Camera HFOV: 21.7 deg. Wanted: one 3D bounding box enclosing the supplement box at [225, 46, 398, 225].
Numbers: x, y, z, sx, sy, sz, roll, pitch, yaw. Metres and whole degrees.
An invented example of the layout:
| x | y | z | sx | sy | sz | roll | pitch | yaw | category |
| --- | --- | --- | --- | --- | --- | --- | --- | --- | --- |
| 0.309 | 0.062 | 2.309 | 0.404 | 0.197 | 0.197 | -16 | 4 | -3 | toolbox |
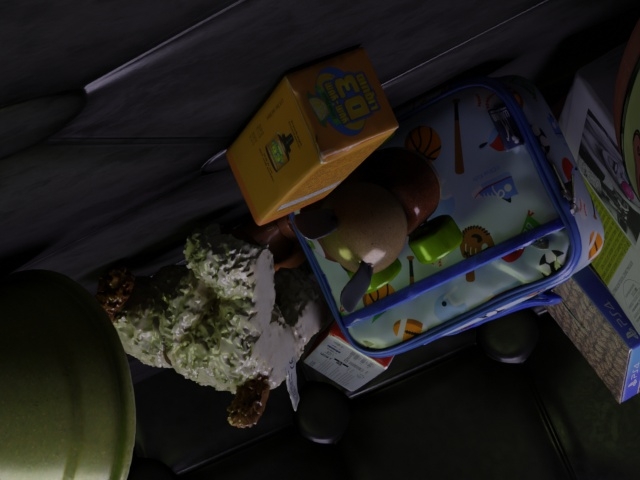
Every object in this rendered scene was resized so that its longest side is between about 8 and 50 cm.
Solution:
| x | y | z | sx | sy | sz | roll | pitch | yaw | category |
| --- | --- | --- | --- | --- | --- | --- | --- | --- | --- |
| -0.011 | -0.082 | 1.386 | 0.080 | 0.078 | 0.233 | -22 | 175 | -16 | supplement box |

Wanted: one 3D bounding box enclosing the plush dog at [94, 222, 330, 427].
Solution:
| x | y | z | sx | sy | sz | roll | pitch | yaw | category |
| --- | --- | --- | --- | --- | --- | --- | --- | --- | --- |
| -0.144 | 0.100 | 1.946 | 0.225 | 0.210 | 0.262 | 8 | 167 | 28 | plush dog |

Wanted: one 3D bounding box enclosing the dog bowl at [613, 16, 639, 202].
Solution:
| x | y | z | sx | sy | sz | roll | pitch | yaw | category |
| --- | --- | --- | --- | --- | --- | --- | --- | --- | --- |
| 0.443 | -0.133 | 1.492 | 0.408 | 0.150 | 0.408 | -14 | 130 | -17 | dog bowl |

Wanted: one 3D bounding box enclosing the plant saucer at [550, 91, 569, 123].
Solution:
| x | y | z | sx | sy | sz | roll | pitch | yaw | category |
| --- | --- | --- | --- | --- | --- | --- | --- | --- | --- |
| 0.371 | -0.117 | 2.153 | 0.332 | 0.084 | 0.332 | -26 | 150 | -17 | plant saucer |

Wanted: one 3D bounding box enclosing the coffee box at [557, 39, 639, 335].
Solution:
| x | y | z | sx | sy | sz | roll | pitch | yaw | category |
| --- | --- | --- | --- | --- | --- | --- | --- | --- | --- |
| 0.483 | -0.067 | 1.837 | 0.337 | 0.334 | 0.338 | -29 | 165 | -10 | coffee box |

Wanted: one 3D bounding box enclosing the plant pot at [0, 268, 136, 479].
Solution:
| x | y | z | sx | sy | sz | roll | pitch | yaw | category |
| --- | --- | --- | --- | --- | --- | --- | --- | --- | --- |
| -0.353 | 0.164 | 1.525 | 0.276 | 0.276 | 0.254 | -28 | 162 | 36 | plant pot |

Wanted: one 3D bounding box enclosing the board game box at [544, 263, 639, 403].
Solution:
| x | y | z | sx | sy | sz | roll | pitch | yaw | category |
| --- | --- | --- | --- | --- | --- | --- | --- | --- | --- |
| 0.429 | 0.019 | 2.090 | 0.291 | 0.232 | 0.141 | -28 | 150 | -14 | board game box |

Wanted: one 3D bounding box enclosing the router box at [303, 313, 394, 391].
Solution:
| x | y | z | sx | sy | sz | roll | pitch | yaw | category |
| --- | --- | --- | --- | --- | --- | --- | --- | --- | --- |
| 0.103 | 0.032 | 2.107 | 0.301 | 0.082 | 0.335 | -58 | 180 | -12 | router box |

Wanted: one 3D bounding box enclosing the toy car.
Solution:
| x | y | z | sx | sy | sz | roll | pitch | yaw | category |
| --- | --- | --- | --- | --- | --- | --- | --- | --- | --- |
| 0.028 | -0.009 | 1.575 | 0.149 | 0.155 | 0.188 | -27 | -167 | 29 | toy car |

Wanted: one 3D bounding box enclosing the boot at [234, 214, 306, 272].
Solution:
| x | y | z | sx | sy | sz | roll | pitch | yaw | category |
| --- | --- | --- | --- | --- | --- | --- | --- | --- | --- |
| -0.022 | -0.013 | 2.045 | 0.152 | 0.073 | 0.197 | -29 | 174 | 31 | boot |

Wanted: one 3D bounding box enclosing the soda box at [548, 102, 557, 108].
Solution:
| x | y | z | sx | sy | sz | roll | pitch | yaw | category |
| --- | --- | --- | --- | --- | --- | --- | --- | --- | --- |
| 0.302 | -0.140 | 2.226 | 0.210 | 0.067 | 0.071 | -22 | 175 | -25 | soda box |

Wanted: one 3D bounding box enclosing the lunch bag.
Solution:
| x | y | z | sx | sy | sz | roll | pitch | yaw | category |
| --- | --- | --- | --- | --- | --- | --- | --- | --- | --- |
| 0.131 | -0.021 | 1.710 | 0.303 | 0.243 | 0.115 | -26 | 175 | 28 | lunch bag |

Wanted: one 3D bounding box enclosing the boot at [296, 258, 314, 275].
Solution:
| x | y | z | sx | sy | sz | roll | pitch | yaw | category |
| --- | --- | --- | --- | --- | --- | --- | --- | --- | --- |
| 0.000 | 0.000 | 2.291 | 0.198 | 0.077 | 0.137 | -22 | 180 | -6 | boot |
